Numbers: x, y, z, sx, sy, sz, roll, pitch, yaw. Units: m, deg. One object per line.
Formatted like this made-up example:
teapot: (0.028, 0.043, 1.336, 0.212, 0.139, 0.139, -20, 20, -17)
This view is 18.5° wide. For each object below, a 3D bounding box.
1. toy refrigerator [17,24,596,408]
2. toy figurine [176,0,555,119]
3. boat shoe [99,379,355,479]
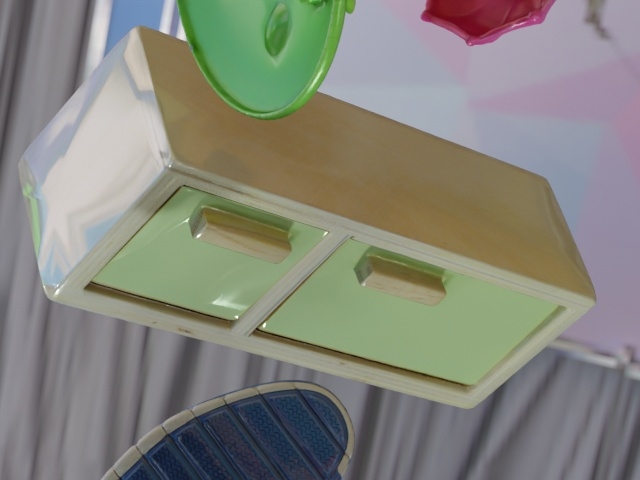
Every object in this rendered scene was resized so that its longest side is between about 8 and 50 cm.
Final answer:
toy refrigerator: (0.000, 0.000, 0.940, 0.269, 0.102, 0.094, 18, -140, -38)
toy figurine: (0.043, -0.139, 0.809, 0.159, 0.173, 0.130, -9, -135, -32)
boat shoe: (-0.068, 0.116, 0.810, 0.183, 0.066, 0.066, -32, 178, 0)
